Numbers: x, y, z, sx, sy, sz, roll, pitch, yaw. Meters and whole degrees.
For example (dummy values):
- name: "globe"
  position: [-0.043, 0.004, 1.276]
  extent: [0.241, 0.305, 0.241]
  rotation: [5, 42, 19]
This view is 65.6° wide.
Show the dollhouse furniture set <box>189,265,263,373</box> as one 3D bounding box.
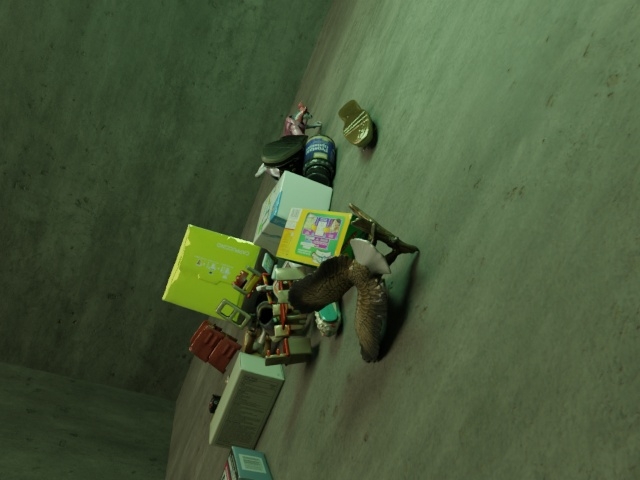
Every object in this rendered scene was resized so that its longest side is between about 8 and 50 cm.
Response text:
- name: "dollhouse furniture set"
  position: [-0.322, 0.283, 1.848]
  extent: [0.374, 0.152, 0.201]
  rotation: [-56, 10, -9]

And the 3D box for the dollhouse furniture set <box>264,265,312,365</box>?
- name: "dollhouse furniture set"
  position: [-0.111, 0.240, 1.509]
  extent: [0.262, 0.135, 0.259]
  rotation: [102, 162, -57]

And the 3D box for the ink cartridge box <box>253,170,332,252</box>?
- name: "ink cartridge box"
  position: [-0.108, -0.087, 1.871]
  extent: [0.270, 0.197, 0.198]
  rotation: [135, 150, -56]

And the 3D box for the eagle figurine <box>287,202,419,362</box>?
- name: "eagle figurine"
  position: [0.082, 0.106, 1.109]
  extent: [0.298, 0.225, 0.226]
  rotation: [-57, 29, 9]

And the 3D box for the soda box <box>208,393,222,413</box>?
- name: "soda box"
  position: [-0.320, 0.615, 1.819]
  extent: [0.060, 0.168, 0.053]
  rotation: [-179, 107, -72]

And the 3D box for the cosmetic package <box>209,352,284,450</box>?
- name: "cosmetic package"
  position: [-0.257, 0.558, 1.704]
  extent: [0.310, 0.160, 0.113]
  rotation: [-66, 17, 12]

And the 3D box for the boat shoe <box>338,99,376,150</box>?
- name: "boat shoe"
  position: [0.133, -0.383, 1.666]
  extent: [0.104, 0.089, 0.285]
  rotation: [-35, 33, 19]

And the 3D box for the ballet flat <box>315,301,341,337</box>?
- name: "ballet flat"
  position: [0.012, 0.180, 1.417]
  extent: [0.241, 0.091, 0.077]
  rotation: [-89, 2, -55]

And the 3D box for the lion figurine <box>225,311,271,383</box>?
- name: "lion figurine"
  position: [-0.260, 0.442, 1.936]
  extent: [0.392, 0.142, 0.240]
  rotation: [-88, 12, -81]

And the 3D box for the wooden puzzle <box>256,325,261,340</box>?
- name: "wooden puzzle"
  position: [-0.271, 0.407, 2.172]
  extent: [0.083, 0.006, 0.049]
  rotation: [-103, 36, -61]

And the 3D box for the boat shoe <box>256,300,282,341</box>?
- name: "boat shoe"
  position: [-0.193, 0.281, 1.865]
  extent: [0.102, 0.092, 0.285]
  rotation: [-34, 22, -4]

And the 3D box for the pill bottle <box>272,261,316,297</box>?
- name: "pill bottle"
  position: [-0.067, 0.104, 1.669]
  extent: [0.121, 0.121, 0.221]
  rotation: [-93, 27, -51]

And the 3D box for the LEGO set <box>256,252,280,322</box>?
- name: "LEGO set"
  position: [-0.155, 0.175, 1.787]
  extent: [0.060, 0.182, 0.244]
  rotation: [-22, 31, 22]

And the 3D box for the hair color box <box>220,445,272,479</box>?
- name: "hair color box"
  position: [-0.268, 0.850, 1.498]
  extent: [0.185, 0.113, 0.375]
  rotation: [-163, 92, -73]

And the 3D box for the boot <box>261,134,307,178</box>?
- name: "boot"
  position: [-0.129, -0.259, 1.985]
  extent: [0.377, 0.138, 0.284]
  rotation: [-67, -24, -66]

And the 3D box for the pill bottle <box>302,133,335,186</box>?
- name: "pill bottle"
  position: [-0.006, -0.297, 1.911]
  extent: [0.123, 0.122, 0.219]
  rotation: [126, 156, -44]

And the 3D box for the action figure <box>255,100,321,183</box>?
- name: "action figure"
  position: [-0.134, -0.458, 2.278]
  extent: [0.248, 0.275, 0.370]
  rotation: [-93, 13, -65]

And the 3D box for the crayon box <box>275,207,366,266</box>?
- name: "crayon box"
  position: [0.000, 0.000, 1.463]
  extent: [0.278, 0.081, 0.165]
  rotation: [10, 80, 48]

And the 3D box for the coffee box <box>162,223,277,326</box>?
- name: "coffee box"
  position: [-0.419, 0.162, 2.153]
  extent: [0.334, 0.337, 0.338]
  rotation: [59, -133, -76]
